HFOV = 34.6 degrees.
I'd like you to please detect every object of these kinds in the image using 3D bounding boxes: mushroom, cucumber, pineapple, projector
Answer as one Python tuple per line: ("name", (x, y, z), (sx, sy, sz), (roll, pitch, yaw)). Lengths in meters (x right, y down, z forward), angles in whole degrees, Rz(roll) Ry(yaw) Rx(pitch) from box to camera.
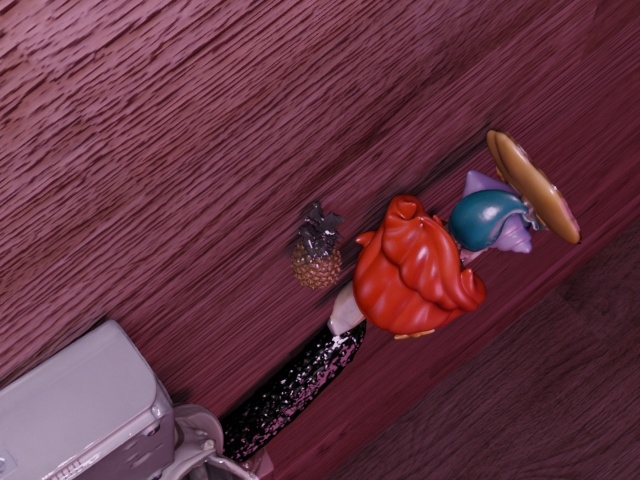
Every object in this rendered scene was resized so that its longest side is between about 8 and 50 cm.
("mushroom", (0.093, 0.049, 1.351), (0.209, 0.071, 0.084), (-34, -164, -10))
("cucumber", (-0.035, 0.204, 1.474), (0.300, 0.072, 0.072), (-44, 164, 12))
("pineapple", (0.000, 0.000, 1.036), (0.058, 0.058, 0.124), (-33, 156, -24))
("projector", (-0.233, 0.198, 0.924), (0.198, 0.108, 0.250), (-35, 163, -22))

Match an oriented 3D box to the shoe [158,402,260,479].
("shoe", (-0.130, 0.261, 1.110), (0.159, 0.124, 0.316), (-19, -162, 20))

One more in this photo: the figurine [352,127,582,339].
("figurine", (0.148, 0.003, 1.190), (0.257, 0.181, 0.208), (-38, -156, -1))

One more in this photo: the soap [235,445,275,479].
("soap", (-0.169, 0.419, 1.702), (0.217, 0.098, 0.273), (-28, 159, -18))
